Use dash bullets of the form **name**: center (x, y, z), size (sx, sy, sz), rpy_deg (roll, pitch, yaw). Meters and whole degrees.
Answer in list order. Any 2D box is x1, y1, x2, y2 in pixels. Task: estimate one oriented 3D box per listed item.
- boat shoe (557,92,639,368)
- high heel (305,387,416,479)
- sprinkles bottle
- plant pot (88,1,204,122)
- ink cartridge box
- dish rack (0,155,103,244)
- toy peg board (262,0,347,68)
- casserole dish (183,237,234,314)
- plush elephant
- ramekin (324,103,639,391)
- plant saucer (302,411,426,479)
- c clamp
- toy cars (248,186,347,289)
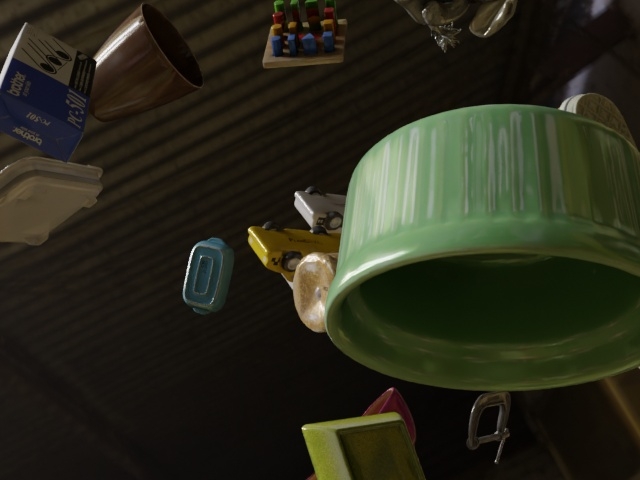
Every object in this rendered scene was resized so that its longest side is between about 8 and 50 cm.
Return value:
- **boat shoe**: center (0.504, -0.006, 1.671), size (0.187, 0.500, 0.156), rpy_deg (-12, -12, -34)
- **high heel**: center (-0.005, 0.385, 1.604), size (0.377, 0.181, 0.127), rpy_deg (-18, 9, -28)
- **sprinkles bottle**: center (0.132, 0.068, 1.504), size (0.355, 0.121, 0.121), rpy_deg (-4, -32, -36)
- **plant pot**: center (-0.410, -0.361, 2.087), size (0.230, 0.215, 0.215), rpy_deg (-32, -24, 14)
- **ink cartridge box**: center (-0.312, -0.171, 1.086), size (0.097, 0.207, 0.046), rpy_deg (27, -65, -22)
- **dish rack**: center (-0.658, -0.074, 2.179), size (0.285, 0.072, 0.333), rpy_deg (-33, -13, 15)
- **toy peg board**: center (-0.034, -0.425, 1.927), size (0.161, 0.160, 0.079), rpy_deg (-3, -51, 9)
- **casserole dish**: center (-0.275, 0.085, 2.311), size (0.114, 0.188, 0.037), rpy_deg (12, -2, 19)
- **plush elephant**: center (0.322, -0.591, 2.161), size (0.255, 0.272, 0.330), rpy_deg (-21, -45, 24)
- **ramekin**: center (0.157, 0.013, 0.849), size (0.303, 0.148, 0.303), rpy_deg (3, -28, 2)
- **plant saucer**: center (0.086, 0.350, 1.463), size (0.188, 0.188, 0.045), rpy_deg (-1, -31, -33)
- **c clamp**: center (0.294, 0.326, 1.660), size (0.160, 0.022, 0.137), rpy_deg (14, -88, -53)
- **toy cars**: center (0.000, 0.000, 1.674), size (0.087, 0.176, 0.393), rpy_deg (-67, -11, 26)
